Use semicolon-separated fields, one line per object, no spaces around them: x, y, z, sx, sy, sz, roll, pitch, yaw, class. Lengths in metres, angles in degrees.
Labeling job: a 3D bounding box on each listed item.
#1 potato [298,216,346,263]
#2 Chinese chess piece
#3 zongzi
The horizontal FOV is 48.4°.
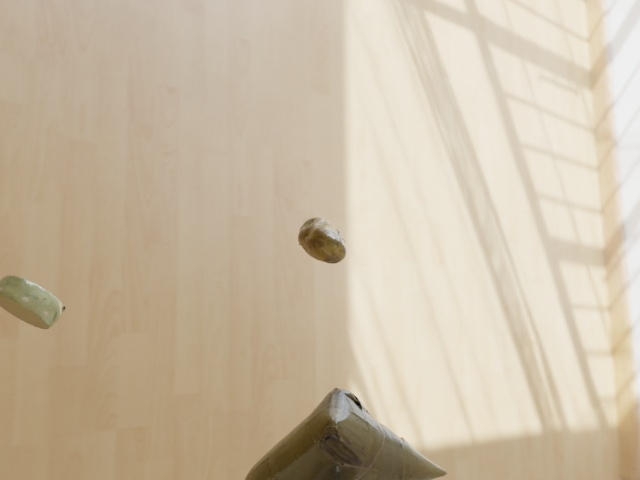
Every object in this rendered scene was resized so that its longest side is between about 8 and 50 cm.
0.000;0.000;0.795;0.046;0.092;0.045;-27;116;-4;potato
-0.358;0.075;0.871;0.084;0.084;0.034;41;59;-28;Chinese chess piece
0.044;0.444;1.309;0.300;0.274;0.145;37;19;-23;zongzi
